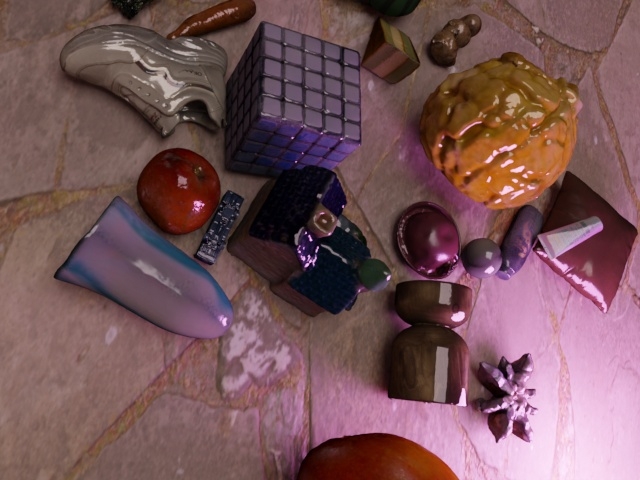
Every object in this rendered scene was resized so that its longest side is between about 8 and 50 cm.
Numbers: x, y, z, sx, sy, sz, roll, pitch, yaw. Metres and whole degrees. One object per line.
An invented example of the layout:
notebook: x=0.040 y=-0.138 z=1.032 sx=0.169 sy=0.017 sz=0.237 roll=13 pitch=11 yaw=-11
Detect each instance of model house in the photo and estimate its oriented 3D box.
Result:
model house: x=-0.002 y=0.002 z=1.148 sx=0.298 sy=0.284 sz=0.243 roll=34 pitch=71 yaw=-14

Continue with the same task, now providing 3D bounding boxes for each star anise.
star anise: x=0.468 y=0.386 z=1.374 sx=0.229 sy=0.093 sz=0.236 roll=45 pitch=66 yaw=-10

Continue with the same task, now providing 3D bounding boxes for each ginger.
ginger: x=0.386 y=-0.581 z=1.571 sx=0.204 sy=0.080 sz=0.104 roll=-49 pitch=125 yaw=-24

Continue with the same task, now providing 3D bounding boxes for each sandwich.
sandwich: x=0.202 y=-0.523 z=1.435 sx=0.117 sy=0.144 sz=0.187 roll=26 pitch=69 yaw=-20

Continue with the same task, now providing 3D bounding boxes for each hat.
hat: x=0.284 y=-0.004 z=1.382 sx=0.205 sy=0.089 sz=0.205 roll=6 pitch=76 yaw=-25

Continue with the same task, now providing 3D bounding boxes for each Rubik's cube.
Rubik's cube: x=-0.066 y=-0.284 z=1.194 sx=0.237 sy=0.237 sz=0.238 roll=8 pitch=69 yaw=-23

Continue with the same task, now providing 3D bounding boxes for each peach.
peach: x=0.103 y=0.550 z=1.029 sx=0.388 sy=0.388 sz=0.388 roll=6 pitch=76 yaw=-24

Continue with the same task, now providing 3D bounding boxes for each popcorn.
popcorn: x=0.455 y=-0.262 z=1.379 sx=0.390 sy=0.344 sz=0.354 roll=-10 pitch=77 yaw=-33

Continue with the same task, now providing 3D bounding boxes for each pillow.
pillow: x=0.766 y=0.003 z=1.593 sx=0.305 sy=0.108 sz=0.308 roll=37 pitch=67 yaw=-11

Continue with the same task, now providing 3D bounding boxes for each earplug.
earplug: x=-0.308 y=0.085 z=1.049 sx=0.324 sy=0.185 sz=0.185 roll=39 pitch=65 yaw=-19

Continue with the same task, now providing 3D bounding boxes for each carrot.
carrot: x=-0.252 y=-0.507 z=1.270 sx=0.248 sy=0.059 sz=0.059 roll=-33 pitch=93 yaw=-25

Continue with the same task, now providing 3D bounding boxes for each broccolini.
broccolini: x=-0.377 y=-0.552 z=1.237 sx=0.201 sy=0.058 sz=0.074 roll=-38 pitch=110 yaw=-42

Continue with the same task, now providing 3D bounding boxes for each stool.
stool: x=0.251 y=0.238 z=1.260 sx=0.179 sy=0.179 sz=0.264 roll=14 pitch=73 yaw=-22

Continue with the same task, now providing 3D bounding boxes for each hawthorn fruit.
hawthorn fruit: x=-0.280 y=-0.102 z=1.095 sx=0.173 sy=0.173 sz=0.173 roll=6 pitch=76 yaw=-24

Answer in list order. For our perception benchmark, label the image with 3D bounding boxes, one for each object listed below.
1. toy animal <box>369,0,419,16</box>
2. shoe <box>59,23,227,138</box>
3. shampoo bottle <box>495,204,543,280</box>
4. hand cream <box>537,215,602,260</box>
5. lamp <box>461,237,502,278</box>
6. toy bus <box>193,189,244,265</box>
toy animal: x=0.139 y=-0.729 z=1.425 sx=0.338 sy=0.191 sz=0.216 roll=29 pitch=67 yaw=-17
shoe: x=-0.346 y=-0.315 z=1.136 sx=0.342 sy=0.132 sz=0.210 roll=-4 pitch=77 yaw=-29
shampoo bottle: x=0.546 y=0.007 z=1.522 sx=0.087 sy=0.049 sz=0.234 roll=42 pitch=64 yaw=-15
hand cream: x=0.680 y=-0.015 z=1.498 sx=0.174 sy=0.047 sz=0.076 roll=-24 pitch=80 yaw=-10
lamp: x=0.417 y=0.045 z=1.424 sx=0.105 sy=0.105 sz=0.105 roll=6 pitch=76 yaw=-24
toy bus: x=-0.215 y=-0.026 z=1.167 sx=0.047 sy=0.065 sz=0.166 roll=29 pitch=66 yaw=-17
